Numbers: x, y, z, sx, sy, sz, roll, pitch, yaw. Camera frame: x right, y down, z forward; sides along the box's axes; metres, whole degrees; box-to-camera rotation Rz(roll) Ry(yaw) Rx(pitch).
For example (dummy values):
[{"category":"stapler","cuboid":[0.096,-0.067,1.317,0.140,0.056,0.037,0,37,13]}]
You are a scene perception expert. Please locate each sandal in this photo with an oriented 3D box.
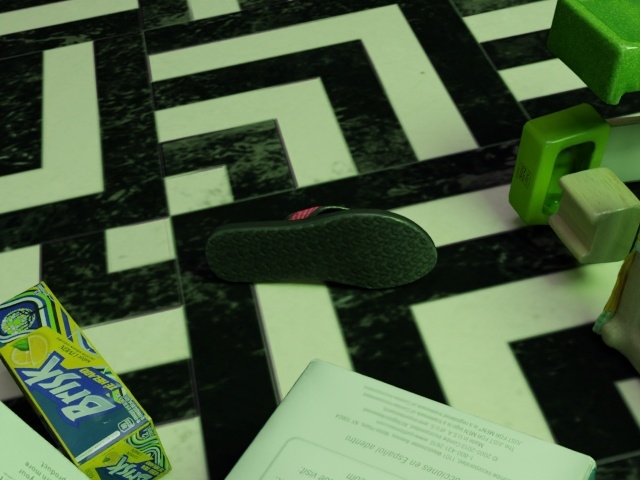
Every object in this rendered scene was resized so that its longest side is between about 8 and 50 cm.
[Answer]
[{"category":"sandal","cuboid":[0.000,0.000,0.746,0.179,0.067,0.040,0,31,13]}]

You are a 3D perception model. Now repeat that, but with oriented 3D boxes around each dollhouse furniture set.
[{"category":"dollhouse furniture set","cuboid":[0.269,-0.018,0.633,0.151,0.197,0.301,-9,41,-16]}]

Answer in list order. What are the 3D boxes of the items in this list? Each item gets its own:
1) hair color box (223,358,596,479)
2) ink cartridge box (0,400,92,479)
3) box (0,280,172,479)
[{"category":"hair color box","cuboid":[-0.012,0.231,0.457,0.174,0.105,0.347,16,47,28]},{"category":"ink cartridge box","cuboid":[-0.245,0.227,0.386,0.309,0.130,0.272,-22,33,33]},{"category":"box","cuboid":[-0.169,0.102,0.661,0.054,0.059,0.169,-32,47,-21]}]
